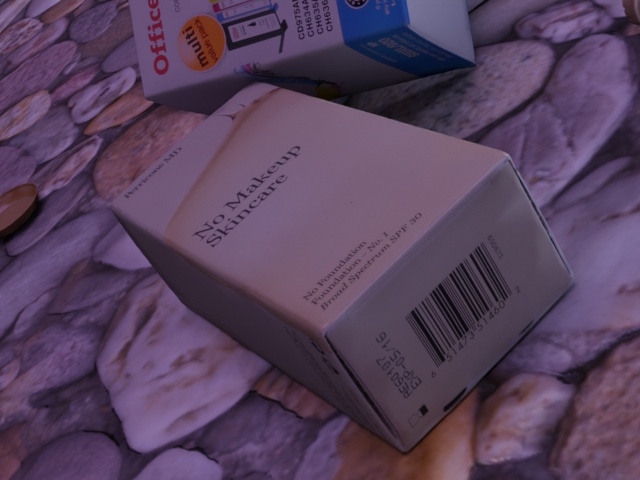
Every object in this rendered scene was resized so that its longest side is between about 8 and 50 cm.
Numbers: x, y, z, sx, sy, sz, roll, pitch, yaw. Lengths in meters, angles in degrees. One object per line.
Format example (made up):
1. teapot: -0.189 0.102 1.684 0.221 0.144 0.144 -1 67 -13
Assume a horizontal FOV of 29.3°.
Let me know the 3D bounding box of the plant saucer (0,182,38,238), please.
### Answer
1. plant saucer: -0.320 -0.026 1.256 0.083 0.015 0.083 -24 31 16

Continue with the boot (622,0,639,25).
1. boot: 0.303 -0.212 0.898 0.158 0.059 0.084 -50 36 -10

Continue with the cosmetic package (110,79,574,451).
1. cosmetic package: 0.000 0.000 0.828 0.160 0.113 0.309 -43 33 -15

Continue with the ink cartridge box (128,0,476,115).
1. ink cartridge box: -0.019 -0.209 0.999 0.233 0.171 0.168 -12 -6 25

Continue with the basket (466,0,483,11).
1. basket: 0.113 -0.294 1.139 0.113 0.103 0.167 -38 32 -4
